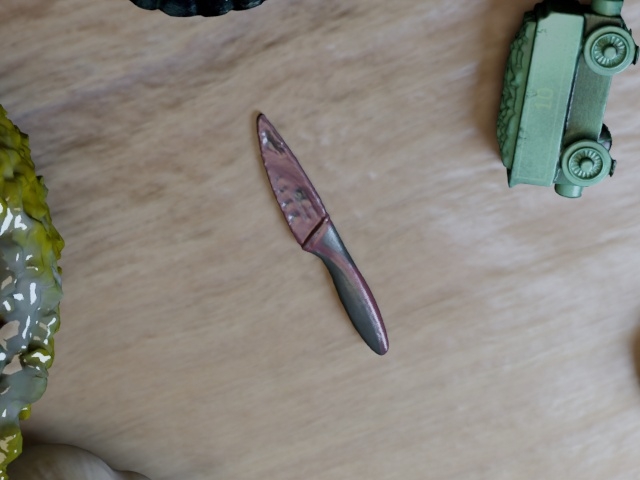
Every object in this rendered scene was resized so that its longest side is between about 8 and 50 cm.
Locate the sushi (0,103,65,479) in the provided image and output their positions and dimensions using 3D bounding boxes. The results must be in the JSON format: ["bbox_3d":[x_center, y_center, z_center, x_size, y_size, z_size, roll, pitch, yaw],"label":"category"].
[{"bbox_3d":[-0.388,0.028,0.921,0.396,0.240,0.351,-6,118,-11],"label":"sushi"}]

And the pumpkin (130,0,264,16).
[{"bbox_3d":[-0.088,-0.249,0.883,0.194,0.150,0.194,8,119,15],"label":"pumpkin"}]

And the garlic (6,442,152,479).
[{"bbox_3d":[-0.218,0.277,1.107,0.281,0.185,0.203,10,142,-30],"label":"garlic"}]

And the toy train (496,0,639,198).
[{"bbox_3d":[0.194,-0.117,1.007,0.099,0.070,0.172,8,114,3],"label":"toy train"}]

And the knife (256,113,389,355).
[{"bbox_3d":[0.000,0.000,1.074,0.035,0.018,0.247,-25,112,10],"label":"knife"}]
